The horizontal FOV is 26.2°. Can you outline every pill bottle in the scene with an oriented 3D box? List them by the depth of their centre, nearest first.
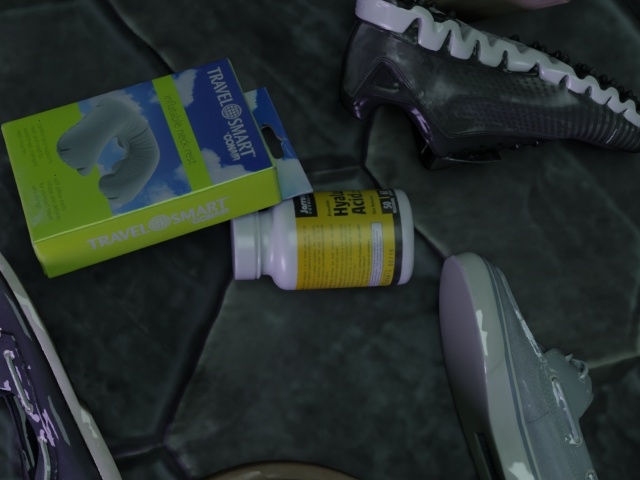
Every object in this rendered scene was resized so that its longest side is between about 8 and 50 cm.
[{"bbox_3d":[0.000,0.000,0.907,0.116,0.065,0.065,-3,85,-7],"label":"pill bottle"}]

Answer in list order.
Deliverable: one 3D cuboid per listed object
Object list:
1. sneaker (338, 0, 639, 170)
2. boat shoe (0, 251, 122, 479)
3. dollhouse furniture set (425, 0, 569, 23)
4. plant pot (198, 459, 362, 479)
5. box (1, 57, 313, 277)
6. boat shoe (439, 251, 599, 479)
[{"bbox_3d":[0.113,-0.089,0.928,0.234,0.078,0.106,19,104,-17],"label":"sneaker"},{"bbox_3d":[-0.195,0.084,0.871,0.065,0.075,0.206,-28,93,-12],"label":"boat shoe"},{"bbox_3d":[0.053,-0.260,0.871,0.242,0.212,0.161,18,80,-32],"label":"dollhouse furniture set"},{"bbox_3d":[-0.020,0.259,0.856,0.237,0.110,0.237,1,85,-8],"label":"plant pot"},{"bbox_3d":[-0.106,-0.052,0.889,0.178,0.042,0.109,-18,53,-8],"label":"box"},{"bbox_3d":[0.140,0.112,0.912,0.081,0.079,0.227,-16,92,-15],"label":"boat shoe"}]
